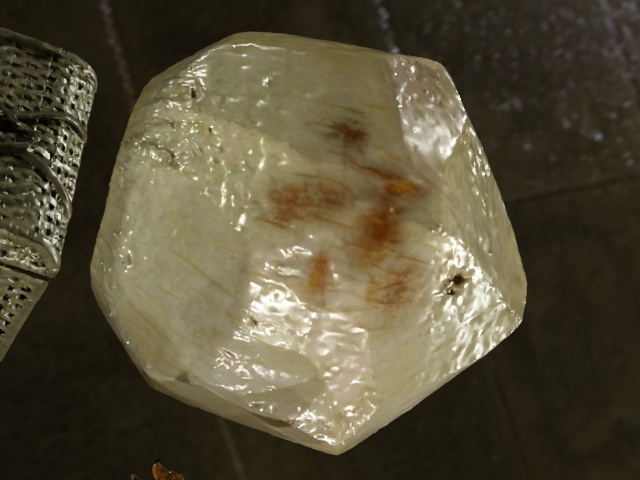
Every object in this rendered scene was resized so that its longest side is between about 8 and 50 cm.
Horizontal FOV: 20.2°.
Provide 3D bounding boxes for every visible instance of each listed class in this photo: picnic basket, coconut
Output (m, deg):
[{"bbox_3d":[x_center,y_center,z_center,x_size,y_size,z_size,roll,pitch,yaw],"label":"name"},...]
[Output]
[{"bbox_3d":[-0.252,-0.043,1.321,0.134,0.154,0.196,20,47,-16],"label":"picnic basket"},{"bbox_3d":[0.000,0.000,1.701,0.415,0.415,0.344,43,29,-14],"label":"coconut"}]

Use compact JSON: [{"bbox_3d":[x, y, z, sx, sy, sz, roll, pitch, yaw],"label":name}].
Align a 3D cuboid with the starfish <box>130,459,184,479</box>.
[{"bbox_3d":[-0.205,0.253,1.548,0.294,0.301,0.084,-17,107,-27],"label":"starfish"}]
